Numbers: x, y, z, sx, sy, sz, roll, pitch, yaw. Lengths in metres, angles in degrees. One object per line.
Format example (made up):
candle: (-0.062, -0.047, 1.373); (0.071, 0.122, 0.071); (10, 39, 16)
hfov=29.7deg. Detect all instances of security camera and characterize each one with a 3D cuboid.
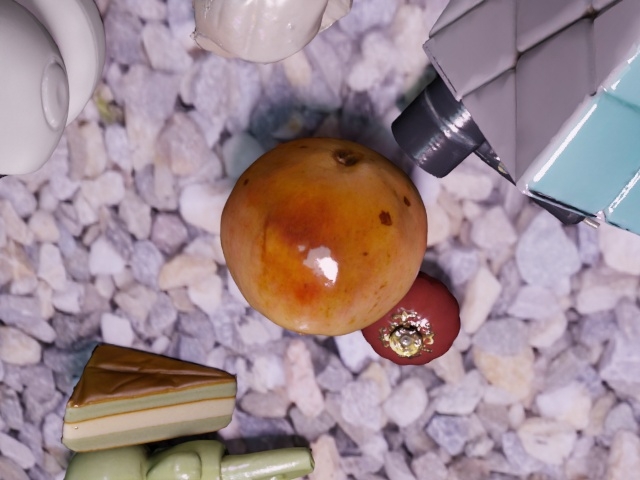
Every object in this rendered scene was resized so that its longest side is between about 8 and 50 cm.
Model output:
security camera: (-0.306, -0.144, 1.051); (0.194, 0.236, 0.194); (3, 118, 6)

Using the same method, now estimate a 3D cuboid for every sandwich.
sandwich: (-0.180, 0.185, 1.284); (0.163, 0.113, 0.079); (14, 121, 2)

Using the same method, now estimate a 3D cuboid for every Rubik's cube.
Rubik's cube: (0.254, -0.147, 0.901); (0.224, 0.221, 0.231); (19, 120, -31)

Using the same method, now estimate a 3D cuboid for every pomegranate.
pomegranate: (0.002, -0.004, 1.109); (0.191, 0.191, 0.191); (5, 120, 8)

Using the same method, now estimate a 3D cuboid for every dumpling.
dumpling: (-0.037, -0.217, 1.034); (0.136, 0.118, 0.199); (15, 150, -14)

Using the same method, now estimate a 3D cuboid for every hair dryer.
hair dryer: (0.183, -0.079, 1.098); (0.219, 0.071, 0.124); (38, 119, -19)

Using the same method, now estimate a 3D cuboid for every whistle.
whistle: (-0.157, 0.282, 1.322); (0.294, 0.141, 0.141); (1, 119, 11)

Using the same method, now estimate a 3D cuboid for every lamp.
lamp: (0.088, 0.076, 1.184); (0.101, 0.090, 0.101); (4, 121, 7)
